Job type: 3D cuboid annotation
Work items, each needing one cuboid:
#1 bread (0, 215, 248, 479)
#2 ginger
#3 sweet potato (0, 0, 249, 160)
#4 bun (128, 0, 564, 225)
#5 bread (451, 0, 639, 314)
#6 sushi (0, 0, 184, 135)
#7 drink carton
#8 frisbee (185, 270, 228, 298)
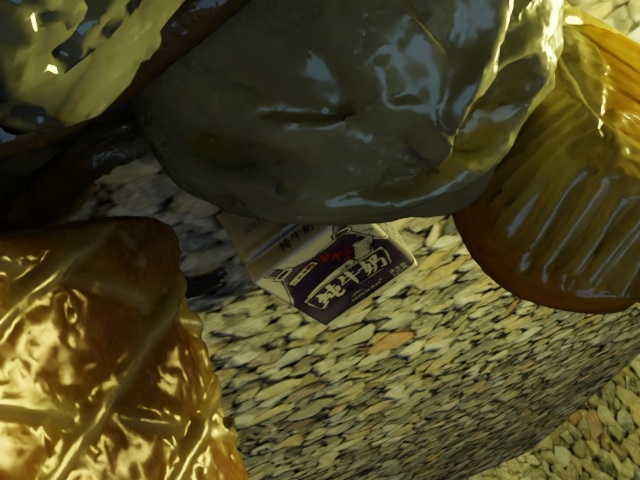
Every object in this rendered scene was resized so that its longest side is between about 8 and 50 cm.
[{"bbox_3d":[-0.241,0.185,0.716,0.279,0.371,0.390,-19,180,19],"label":"bread"},{"bbox_3d":[-0.205,-0.049,0.847,0.173,0.051,0.069,-35,158,9],"label":"ginger"},{"bbox_3d":[-0.178,-0.107,0.622,0.346,0.079,0.108,-28,163,-12],"label":"sweet potato"},{"bbox_3d":[0.037,-0.129,0.786,0.365,0.219,0.365,-23,151,-13],"label":"bun"},{"bbox_3d":[0.242,-0.088,0.979,0.183,0.236,0.388,-60,-178,32],"label":"bread"},{"bbox_3d":[-0.102,-0.220,0.423,0.348,0.208,0.234,-59,171,11],"label":"sushi"},{"bbox_3d":[0.001,-0.001,1.116,0.134,0.101,0.222,-34,153,9],"label":"drink carton"},{"bbox_3d":[-0.185,0.064,1.119,0.187,0.012,0.211,-11,147,-40],"label":"frisbee"}]
